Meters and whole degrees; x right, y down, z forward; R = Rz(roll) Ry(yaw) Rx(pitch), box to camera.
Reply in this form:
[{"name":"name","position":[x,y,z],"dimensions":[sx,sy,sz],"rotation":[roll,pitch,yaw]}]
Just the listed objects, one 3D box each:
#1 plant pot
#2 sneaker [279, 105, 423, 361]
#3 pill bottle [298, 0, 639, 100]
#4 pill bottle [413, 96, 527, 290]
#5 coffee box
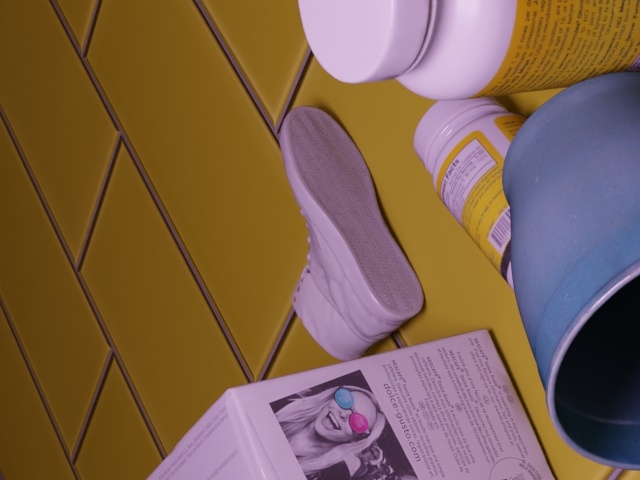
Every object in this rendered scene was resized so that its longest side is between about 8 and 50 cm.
[{"name":"plant pot","position":[0.275,0.006,1.318],"dimensions":[0.255,0.272,0.271],"rotation":[-109,29,-46]},{"name":"sneaker","position":[0.000,0.000,1.891],"dimensions":[0.169,0.108,0.292],"rotation":[-48,59,49]},{"name":"pill bottle","position":[0.158,-0.217,1.350],"dimensions":[0.188,0.334,0.188],"rotation":[22,117,54]},{"name":"pill bottle","position":[0.184,-0.050,1.561],"dimensions":[0.208,0.119,0.119],"rotation":[55,141,37]},{"name":"coffee box","position":[0.040,0.338,1.695],"dimensions":[0.337,0.334,0.338],"rotation":[-48,59,51]}]
